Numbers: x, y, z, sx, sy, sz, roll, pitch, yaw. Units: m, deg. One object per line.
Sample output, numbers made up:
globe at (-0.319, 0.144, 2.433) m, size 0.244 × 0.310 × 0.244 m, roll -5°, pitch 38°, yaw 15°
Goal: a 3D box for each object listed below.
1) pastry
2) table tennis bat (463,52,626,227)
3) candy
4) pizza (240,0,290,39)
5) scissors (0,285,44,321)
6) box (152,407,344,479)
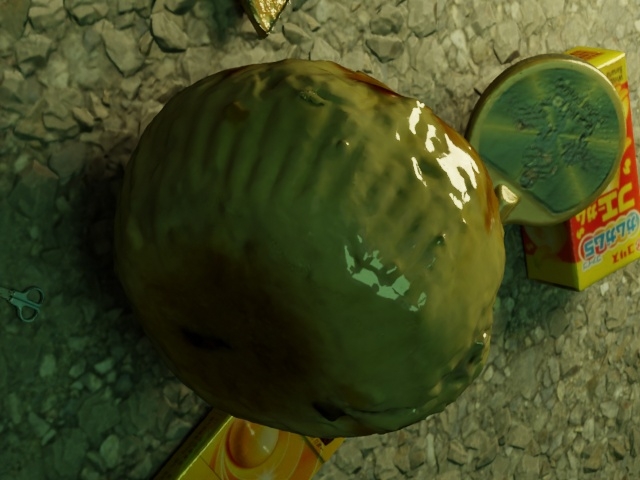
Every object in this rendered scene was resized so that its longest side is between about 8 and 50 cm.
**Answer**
pastry at (0.000, 0.000, 1.437) m, size 0.313 × 0.388 × 0.388 m, roll -56°, pitch 131°, yaw -38°
table tennis bat at (0.228, -0.073, 1.761) m, size 0.198 × 0.050 × 0.321 m, roll 38°, pitch 92°, yaw -22°
candy at (0.319, -0.090, 1.869) m, size 0.146 × 0.088 × 0.276 m, roll -24°, pitch 115°, yaw -36°
pizza at (-0.048, -0.276, 1.554) m, size 0.108 × 0.026 × 0.123 m, roll -25°, pitch 112°, yaw -37°
scissors at (-0.298, 0.051, 1.422) m, size 0.083 × 0.006 × 0.036 m, roll 27°, pitch 83°, yaw -41°
box at (-0.079, 0.241, 1.624) m, size 0.269 × 0.043 × 0.152 m, roll -49°, pitch 127°, yaw -21°
